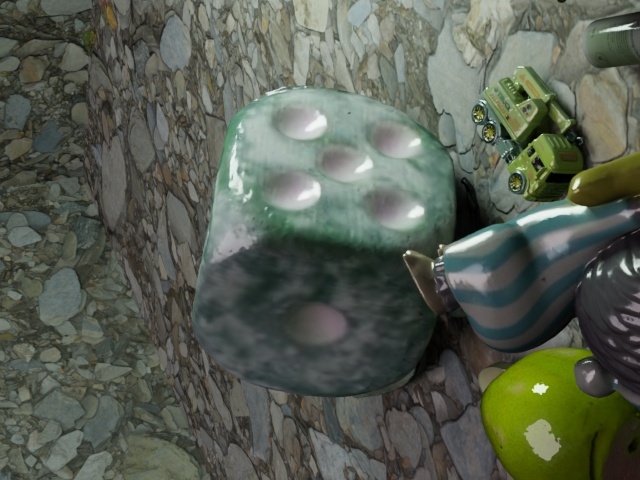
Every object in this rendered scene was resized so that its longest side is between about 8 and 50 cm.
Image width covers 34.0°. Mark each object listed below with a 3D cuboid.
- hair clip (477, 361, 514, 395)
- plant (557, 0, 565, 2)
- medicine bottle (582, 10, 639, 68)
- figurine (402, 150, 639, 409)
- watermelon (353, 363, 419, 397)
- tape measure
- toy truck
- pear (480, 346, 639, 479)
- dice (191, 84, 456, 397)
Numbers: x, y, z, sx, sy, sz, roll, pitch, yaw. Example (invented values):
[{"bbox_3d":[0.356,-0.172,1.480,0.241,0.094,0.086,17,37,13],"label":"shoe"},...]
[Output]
[{"bbox_3d":[0.296,0.238,1.415,0.218,0.071,0.159,46,139,39],"label":"hair clip"},{"bbox_3d":[0.326,-0.373,0.994,0.306,0.297,0.261,30,-113,-67],"label":"plant"},{"bbox_3d":[0.358,-0.214,1.087,0.199,0.057,0.058,10,110,63],"label":"medicine bottle"},{"bbox_3d":[0.319,0.113,0.991,0.361,0.266,0.378,-24,78,26],"label":"figurine"},{"bbox_3d":[0.036,0.120,1.724,0.250,0.292,0.283,-27,73,34],"label":"watermelon"},{"bbox_3d":[0.195,0.013,1.477,0.180,0.107,0.104,69,157,11],"label":"tape measure"},{"bbox_3d":[0.264,-0.137,1.306,0.100,0.077,0.169,-52,50,42],"label":"toy truck"},{"bbox_3d":[0.292,0.218,1.272,0.219,0.187,0.187,32,129,54],"label":"pear"},{"bbox_3d":[0.000,0.000,1.511,0.348,0.330,0.328,-87,9,-45],"label":"dice"}]
